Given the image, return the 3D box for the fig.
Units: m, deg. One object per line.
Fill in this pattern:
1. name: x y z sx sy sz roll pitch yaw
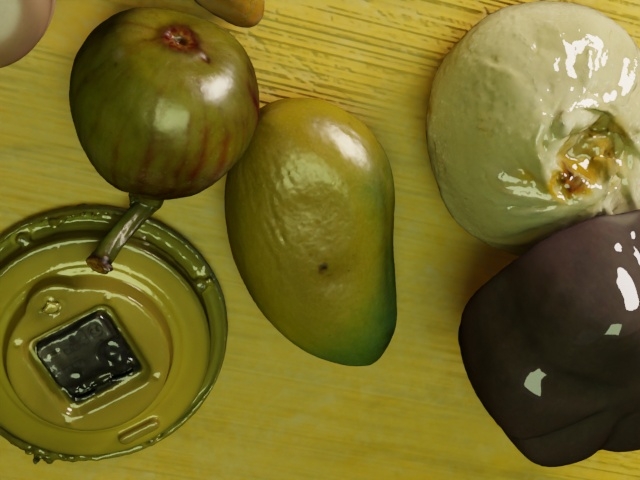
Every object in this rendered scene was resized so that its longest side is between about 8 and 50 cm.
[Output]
1. fig: -0.116 -0.083 1.122 0.142 0.148 0.186 0 144 2

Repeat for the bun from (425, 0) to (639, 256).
1. bun: 0.189 -0.080 1.177 0.222 0.127 0.222 -3 109 -8

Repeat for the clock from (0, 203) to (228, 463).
1. clock: -0.189 0.087 1.213 0.237 0.057 0.237 -4 113 -9

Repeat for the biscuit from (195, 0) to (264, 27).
1. biscuit: -0.070 -0.278 1.097 0.164 0.047 0.208 25 104 -19

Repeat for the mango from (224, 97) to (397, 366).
1. mango: -0.007 -0.001 1.194 0.137 0.091 0.237 -4 112 -2

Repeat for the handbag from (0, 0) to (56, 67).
1. handbag: -0.348 -0.238 1.010 0.302 0.149 0.283 -10 115 -4

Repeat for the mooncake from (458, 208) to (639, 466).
1. mooncake: 0.231 0.081 1.200 0.245 0.133 0.245 -13 142 -11
